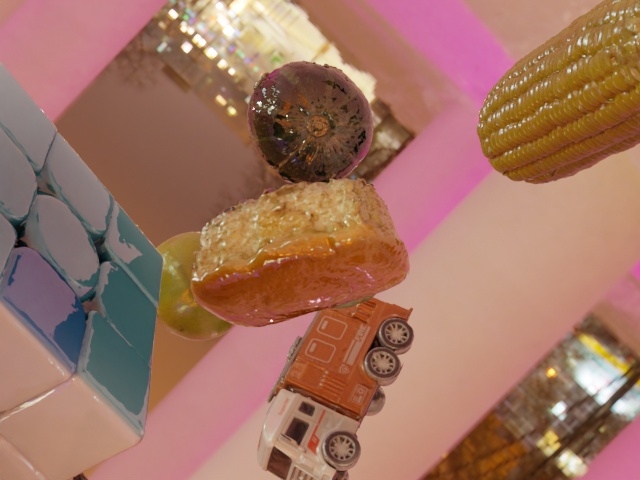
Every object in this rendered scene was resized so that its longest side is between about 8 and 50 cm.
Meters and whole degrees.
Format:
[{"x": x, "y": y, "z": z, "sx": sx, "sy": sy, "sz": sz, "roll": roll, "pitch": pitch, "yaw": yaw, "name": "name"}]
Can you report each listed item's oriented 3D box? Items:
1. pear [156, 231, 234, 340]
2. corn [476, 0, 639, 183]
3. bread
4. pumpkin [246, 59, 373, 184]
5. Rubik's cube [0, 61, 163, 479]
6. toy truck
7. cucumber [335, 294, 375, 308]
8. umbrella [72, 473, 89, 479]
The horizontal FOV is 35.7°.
[{"x": -0.223, "y": 0.079, "z": 1.643, "sx": 0.166, "sy": 0.216, "sz": 0.180, "roll": -27, "pitch": -78, "yaw": -50, "name": "pear"}, {"x": 0.248, "y": -0.135, "z": 0.894, "sx": 0.131, "sy": 0.131, "sz": 0.344, "roll": 44, "pitch": 167, "yaw": -4, "name": "corn"}, {"x": -0.025, "y": 0.019, "z": 1.139, "sx": 0.174, "sy": 0.246, "sz": 0.121, "roll": 52, "pitch": -157, "yaw": -54, "name": "bread"}, {"x": -0.015, "y": -0.171, "z": 1.458, "sx": 0.190, "sy": 0.190, "sz": 0.146, "roll": 43, "pitch": 176, "yaw": -30, "name": "pumpkin"}, {"x": -0.348, "y": 0.063, "z": 0.920, "sx": 0.290, "sy": 0.291, "sz": 0.291, "roll": 55, "pitch": -165, "yaw": -30, "name": "Rubik's cube"}, {"x": 0.019, "y": 0.278, "z": 1.854, "sx": 0.207, "sy": 0.387, "sz": 0.173, "roll": 25, "pitch": 145, "yaw": 7, "name": "toy truck"}, {"x": 0.001, "y": -0.003, "z": 1.607, "sx": 0.134, "sy": 0.134, "sz": 0.244, "roll": 41, "pitch": -175, "yaw": -45, "name": "cucumber"}, {"x": -0.256, "y": 0.253, "z": 1.061, "sx": 0.122, "sy": 0.013, "sz": 0.022, "roll": 40, "pitch": -151, "yaw": 4, "name": "umbrella"}]
